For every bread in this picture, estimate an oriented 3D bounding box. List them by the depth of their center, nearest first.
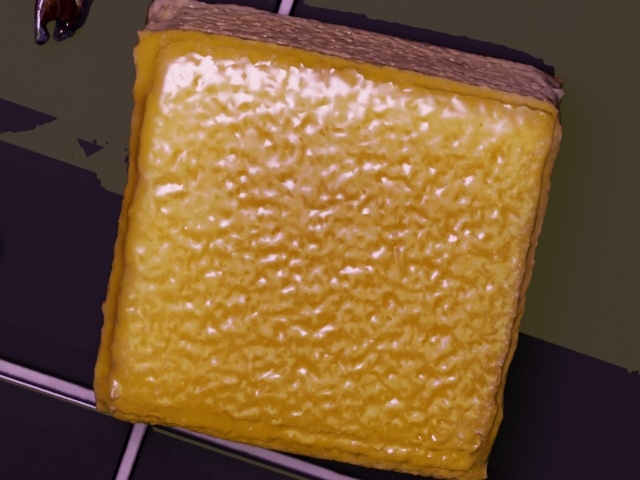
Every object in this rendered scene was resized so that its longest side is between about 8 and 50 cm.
[{"bbox_3d":[0.000,0.000,1.465,0.333,0.143,0.323,12,104,-2],"label":"bread"}]

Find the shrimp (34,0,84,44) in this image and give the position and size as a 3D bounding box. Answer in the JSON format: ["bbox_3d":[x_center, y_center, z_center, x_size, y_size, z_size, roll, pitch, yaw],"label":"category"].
[{"bbox_3d":[-0.261,-0.203,1.460,0.178,0.075,0.289,0,93,-1],"label":"shrimp"}]
